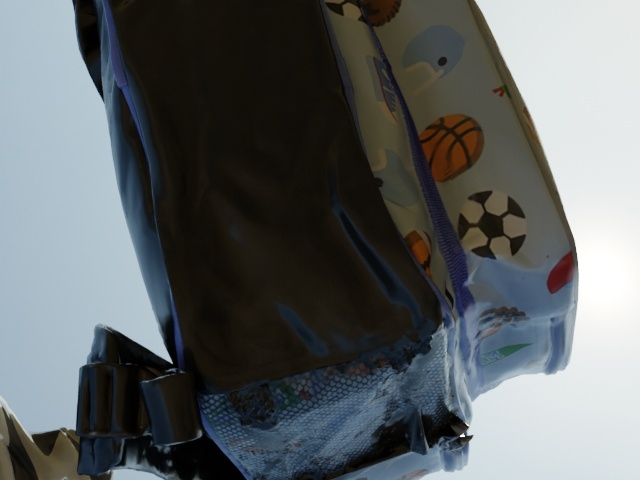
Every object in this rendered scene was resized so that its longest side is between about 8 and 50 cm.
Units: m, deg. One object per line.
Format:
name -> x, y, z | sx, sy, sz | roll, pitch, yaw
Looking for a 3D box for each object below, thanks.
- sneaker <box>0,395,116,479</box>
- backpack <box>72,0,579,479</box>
sneaker -> -0.206, 0.156, 0.539 | 0.235, 0.094, 0.153 | 42, -147, -46
backpack -> 0.000, 0.000, 0.503 | 0.213, 0.263, 0.276 | -9, -121, -3
